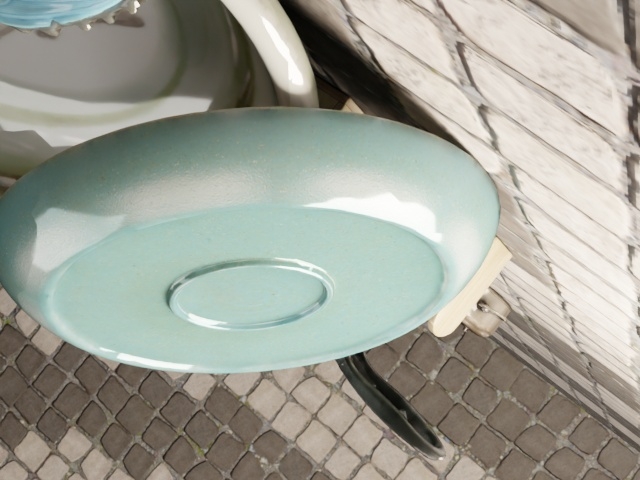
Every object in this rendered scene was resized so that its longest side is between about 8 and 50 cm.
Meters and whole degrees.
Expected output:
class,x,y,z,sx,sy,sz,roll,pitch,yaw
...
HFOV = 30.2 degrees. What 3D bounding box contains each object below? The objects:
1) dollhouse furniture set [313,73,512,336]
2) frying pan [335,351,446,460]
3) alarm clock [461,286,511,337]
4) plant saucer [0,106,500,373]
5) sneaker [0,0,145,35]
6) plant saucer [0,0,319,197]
class,x,y,z,sx,sy,sz,roll,pitch,yaw
dollhouse furniture set,-0.008,-0.016,0.933,0.212,0.161,0.242,37,179,34
frying pan,-0.030,0.051,0.949,0.197,0.053,0.326,16,-163,-22
alarm clock,0.178,0.071,1.471,0.129,0.064,0.192,38,176,-20
plant saucer,-0.044,0.020,0.736,0.317,0.318,0.043,39,-141,-54
sneaker,-0.132,-0.159,0.381,0.262,0.104,0.125,36,175,33
plant saucer,-0.186,-0.135,0.687,0.401,0.100,0.400,12,151,6
